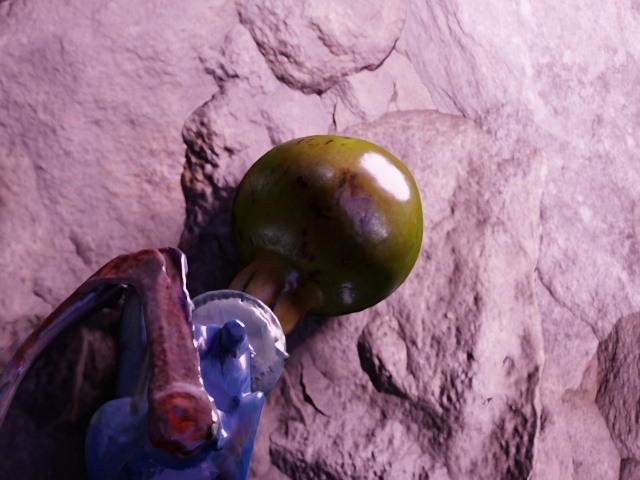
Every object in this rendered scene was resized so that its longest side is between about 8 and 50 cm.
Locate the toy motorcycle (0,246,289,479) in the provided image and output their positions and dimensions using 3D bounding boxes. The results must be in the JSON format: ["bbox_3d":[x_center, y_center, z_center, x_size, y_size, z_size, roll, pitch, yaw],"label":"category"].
[{"bbox_3d":[-0.163,0.177,0.944,0.182,0.241,0.319,61,34,-58],"label":"toy motorcycle"}]

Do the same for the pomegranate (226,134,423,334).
[{"bbox_3d":[-0.002,-0.014,1.084,0.240,0.159,0.190,-16,87,-31],"label":"pomegranate"}]
